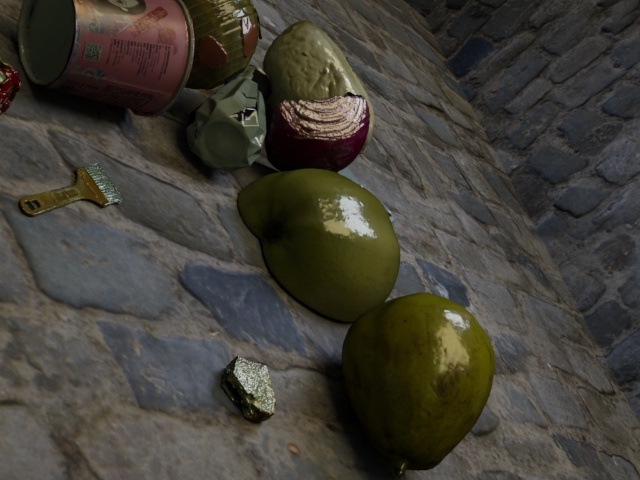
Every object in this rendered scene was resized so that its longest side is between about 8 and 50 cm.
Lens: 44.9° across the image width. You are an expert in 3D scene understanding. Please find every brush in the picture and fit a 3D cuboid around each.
[{"bbox_3d":[-0.401,-0.075,1.241,0.082,0.010,0.218,53,27,3],"label":"brush"}]

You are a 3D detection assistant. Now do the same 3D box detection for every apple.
[{"bbox_3d":[0.000,0.000,1.688,0.360,0.320,0.312,11,91,-54],"label":"apple"}]

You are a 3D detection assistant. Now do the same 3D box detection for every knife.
[{"bbox_3d":[0.082,-0.164,2.087,0.331,0.044,0.080,52,33,15],"label":"knife"}]

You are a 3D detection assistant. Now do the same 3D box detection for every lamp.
[{"bbox_3d":[-0.254,-0.451,1.570,0.284,0.250,0.250,62,26,-5],"label":"lamp"}]

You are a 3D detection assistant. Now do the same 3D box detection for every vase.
[{"bbox_3d":[-0.184,-0.281,1.688,0.165,0.165,0.360,42,24,-18],"label":"vase"}]

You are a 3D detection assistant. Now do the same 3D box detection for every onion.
[{"bbox_3d":[0.004,-0.207,1.757,0.250,0.247,0.111,-11,54,-22],"label":"onion"}]

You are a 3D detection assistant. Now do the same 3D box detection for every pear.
[{"bbox_3d":[0.179,0.266,1.446,0.287,0.287,0.375,36,52,-28],"label":"pear"}]

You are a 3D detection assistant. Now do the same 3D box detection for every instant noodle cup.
[{"bbox_3d":[-0.390,-0.352,1.383,0.231,0.243,0.243,-1,56,-49],"label":"instant noodle cup"}]

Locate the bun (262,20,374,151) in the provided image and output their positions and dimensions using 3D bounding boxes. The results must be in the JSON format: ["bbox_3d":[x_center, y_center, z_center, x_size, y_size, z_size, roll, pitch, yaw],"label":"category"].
[{"bbox_3d":[-0.017,-0.363,1.945,0.352,0.227,0.349,44,21,-54],"label":"bun"}]

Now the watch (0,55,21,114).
[{"bbox_3d":[-0.580,-0.280,1.148,0.268,0.102,0.165,38,21,-6],"label":"watch"}]

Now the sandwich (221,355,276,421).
[{"bbox_3d":[-0.116,0.244,1.261,0.093,0.035,0.105,20,41,-47],"label":"sandwich"}]

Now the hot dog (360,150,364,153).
[{"bbox_3d":[0.089,-0.333,2.258,0.144,0.075,0.268,45,30,-17],"label":"hot dog"}]
